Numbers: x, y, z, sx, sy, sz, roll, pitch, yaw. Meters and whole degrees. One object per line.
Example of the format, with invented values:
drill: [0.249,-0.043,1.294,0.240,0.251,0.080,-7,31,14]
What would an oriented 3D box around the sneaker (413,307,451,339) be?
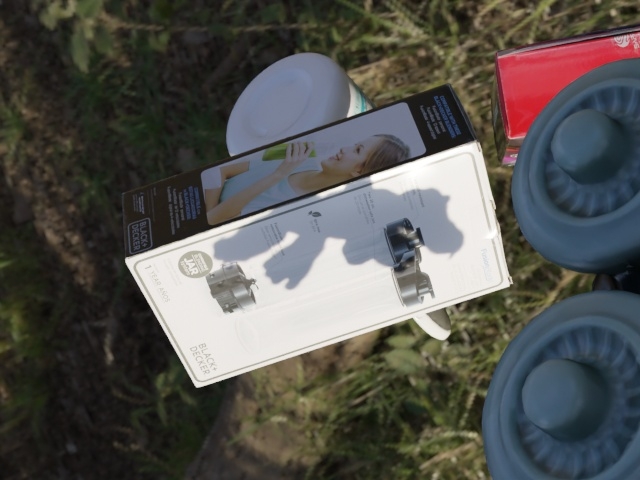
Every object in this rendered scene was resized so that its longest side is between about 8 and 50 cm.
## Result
sneaker: [0.150,0.017,1.567,0.296,0.147,0.104,52,179,-35]

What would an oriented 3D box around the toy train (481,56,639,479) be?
toy train: [0.154,0.057,0.318,0.190,0.142,0.334,-16,56,44]

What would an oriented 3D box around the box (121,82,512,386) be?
box: [0.000,0.000,0.922,0.087,0.289,0.169,-104,-6,-48]

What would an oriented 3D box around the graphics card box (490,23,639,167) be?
graphics card box: [0.302,-0.150,1.184,0.232,0.371,0.094,-9,89,7]

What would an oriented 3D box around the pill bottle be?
pill bottle: [0.029,-0.071,1.190,0.146,0.146,0.264,15,161,45]
